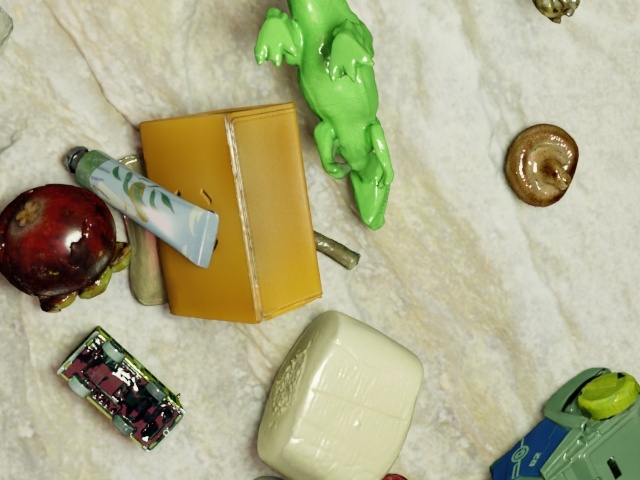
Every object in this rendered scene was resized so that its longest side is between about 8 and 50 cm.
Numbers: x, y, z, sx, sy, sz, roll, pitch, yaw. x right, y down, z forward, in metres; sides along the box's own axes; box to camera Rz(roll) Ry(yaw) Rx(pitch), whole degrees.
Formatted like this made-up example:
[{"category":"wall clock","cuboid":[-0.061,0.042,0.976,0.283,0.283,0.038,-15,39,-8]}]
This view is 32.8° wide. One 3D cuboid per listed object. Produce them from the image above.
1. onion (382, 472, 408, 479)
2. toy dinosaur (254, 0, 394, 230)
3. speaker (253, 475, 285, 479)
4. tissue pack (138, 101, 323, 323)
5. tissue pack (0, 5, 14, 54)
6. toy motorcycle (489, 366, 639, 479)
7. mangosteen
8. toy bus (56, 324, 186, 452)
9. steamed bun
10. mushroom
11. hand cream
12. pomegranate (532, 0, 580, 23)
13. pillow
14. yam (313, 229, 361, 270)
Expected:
[{"category":"onion","cuboid":[0.112,0.405,1.654,0.097,0.107,0.107,-19,105,30]},{"category":"toy dinosaur","cuboid":[0.027,-0.291,1.488,0.144,0.374,0.499,-9,75,14]},{"category":"speaker","cuboid":[0.043,0.527,1.608,0.406,0.184,0.183,34,88,-16]},{"category":"tissue pack","cuboid":[-0.115,-0.041,1.477,0.145,0.194,0.274,-17,104,-41]},{"category":"tissue pack","cuboid":[-0.616,-0.259,1.274,0.417,0.253,0.264,29,88,-6]},{"category":"toy motorcycle","cuboid":[0.374,0.352,1.678,0.326,0.200,0.191,-32,104,-20]},{"category":"mangosteen","cuboid":[-0.346,0.013,1.463,0.166,0.166,0.180,-41,129,-6]},{"category":"toy bus","cuboid":[-0.276,0.206,1.527,0.175,0.101,0.088,45,85,-10]},{"category":"steamed bun","cuboid":[0.026,0.242,1.583,0.200,0.155,0.250,29,83,-19]},{"category":"mushroom","cuboid":[0.338,-0.114,1.655,0.109,0.085,0.126,32,90,19]},{"category":"hand cream","cuboid":[-0.237,-0.057,1.454,0.256,0.055,0.088,30,122,22]},{"category":"pomegranate","cuboid":[0.303,-0.426,1.538,0.202,0.202,0.247,-13,71,-13]},{"category":"pillow","cuboid":[-0.219,-0.019,1.548,0.130,0.033,0.217,-13,100,-19]},{"category":"yam","cuboid":[0.000,0.000,1.609,0.129,0.027,0.033,32,120,-18]}]
